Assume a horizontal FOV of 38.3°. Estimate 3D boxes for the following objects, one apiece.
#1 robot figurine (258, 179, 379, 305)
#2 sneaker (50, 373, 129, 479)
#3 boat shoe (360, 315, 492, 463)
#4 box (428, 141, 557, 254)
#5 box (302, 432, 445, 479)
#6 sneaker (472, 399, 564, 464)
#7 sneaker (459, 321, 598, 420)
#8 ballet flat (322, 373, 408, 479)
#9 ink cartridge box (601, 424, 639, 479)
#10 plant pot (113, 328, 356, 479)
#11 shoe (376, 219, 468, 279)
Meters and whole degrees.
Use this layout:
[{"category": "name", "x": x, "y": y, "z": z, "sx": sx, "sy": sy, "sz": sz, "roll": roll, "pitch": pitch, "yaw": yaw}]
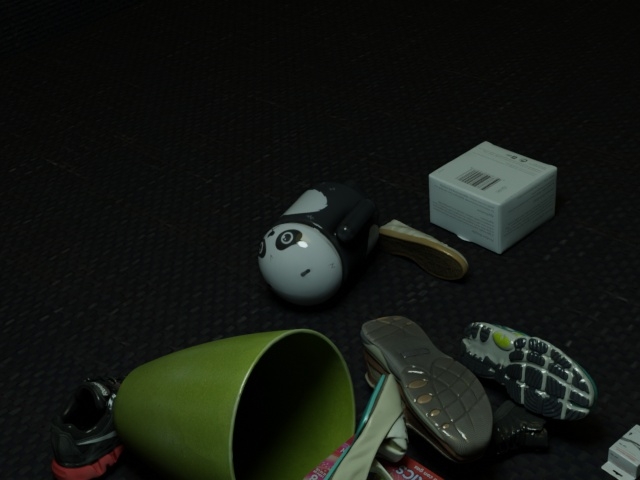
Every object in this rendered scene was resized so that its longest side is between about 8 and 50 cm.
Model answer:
[{"category": "robot figurine", "x": 0.000, "y": -0.002, "z": 1.704, "sx": 0.174, "sy": 0.209, "sz": 0.278, "roll": 23, "pitch": 43, "yaw": 18}, {"category": "sneaker", "x": -0.307, "y": 0.252, "z": 1.428, "sx": 0.098, "sy": 0.135, "sz": 0.276, "roll": 19, "pitch": 41, "yaw": 35}, {"category": "boat shoe", "x": 0.156, "y": 0.236, "z": 1.391, "sx": 0.123, "sy": 0.116, "sz": 0.324, "roll": -5, "pitch": 27, "yaw": -18}, {"category": "box", "x": 0.339, "y": -0.088, "z": 1.818, "sx": 0.182, "sy": 0.119, "sz": 0.181, "roll": -31, "pitch": 41, "yaw": -31}, {"category": "box", "x": 0.111, "y": 0.374, "z": 1.184, "sx": 0.257, "sy": 0.128, "sz": 0.123, "roll": 26, "pitch": 48, "yaw": 38}, {"category": "sneaker", "x": 0.293, "y": 0.282, "z": 1.351, "sx": 0.089, "sy": 0.051, "sz": 0.170, "roll": 16, "pitch": 33, "yaw": 33}, {"category": "sneaker", "x": 0.330, "y": 0.186, "z": 1.412, "sx": 0.110, "sy": 0.107, "sz": 0.275, "roll": 5, "pitch": 14, "yaw": -28}, {"category": "ballet flat", "x": 0.064, "y": 0.274, "z": 1.169, "sx": 0.086, "sy": 0.086, "sz": 0.248, "roll": 12, "pitch": 41, "yaw": 25}, {"category": "ink cartridge box", "x": 0.445, "y": 0.305, "z": 1.314, "sx": 0.083, "sy": 0.028, "sz": 0.048, "roll": -30, "pitch": 41, "yaw": -29}, {"category": "plant pot", "x": -0.146, "y": 0.256, "z": 1.321, "sx": 0.294, "sy": 0.274, "sz": 0.275, "roll": 0, "pitch": 32, "yaw": 37}, {"category": "shoe", "x": 0.195, "y": 0.011, "z": 1.739, "sx": 0.219, "sy": 0.076, "sz": 0.058, "roll": 24, "pitch": 50, "yaw": 39}]
